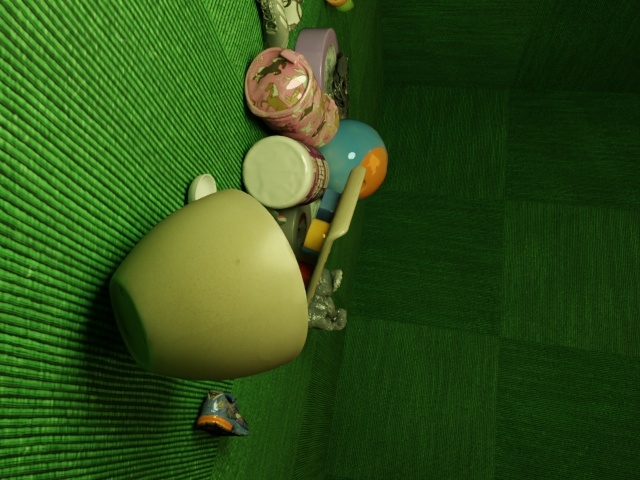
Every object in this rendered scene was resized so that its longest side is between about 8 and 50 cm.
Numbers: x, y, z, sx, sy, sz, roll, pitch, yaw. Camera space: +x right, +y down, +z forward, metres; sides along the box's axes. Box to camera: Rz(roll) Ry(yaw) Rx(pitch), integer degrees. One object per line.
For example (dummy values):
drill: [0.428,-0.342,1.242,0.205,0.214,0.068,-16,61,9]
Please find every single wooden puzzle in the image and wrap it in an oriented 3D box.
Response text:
wooden puzzle: [0.000,0.000,1.204,0.322,0.081,0.347,-69,-177,-50]

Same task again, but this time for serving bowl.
serving bowl: [-0.221,-0.082,0.840,0.083,0.027,0.083,7,90,-77]

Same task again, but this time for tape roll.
tape roll: [-0.010,-0.531,1.463,0.275,0.090,0.274,6,90,-77]
tape roll: [-0.088,-0.033,1.389,0.219,0.073,0.218,6,90,-79]

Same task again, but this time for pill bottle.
pill bottle: [-0.070,-0.169,1.168,0.301,0.170,0.169,-29,125,-75]

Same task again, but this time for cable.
cable: [0.068,-0.525,1.528,0.150,0.047,0.184,30,64,-83]

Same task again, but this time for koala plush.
koala plush: [-0.006,0.200,1.641,0.203,0.197,0.221,15,85,-68]

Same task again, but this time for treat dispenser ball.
treat dispenser ball: [0.088,-0.272,1.575,0.288,0.289,0.287,6,90,-78]

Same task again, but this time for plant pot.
plant pot: [-0.180,0.085,0.653,0.191,0.284,0.283,-21,123,-37]

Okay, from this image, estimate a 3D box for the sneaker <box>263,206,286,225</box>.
sneaker: [-0.139,-0.079,1.209,0.158,0.061,0.064,45,25,-76]

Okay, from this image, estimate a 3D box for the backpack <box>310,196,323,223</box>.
backpack: [-0.004,-0.070,1.655,0.152,0.115,0.181,-152,-106,-82]

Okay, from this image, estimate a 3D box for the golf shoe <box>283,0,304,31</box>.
golf shoe: [-0.088,-0.596,1.127,0.094,0.077,0.198,56,33,-55]

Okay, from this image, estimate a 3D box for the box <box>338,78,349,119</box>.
box: [0.060,-0.472,1.849,0.242,0.077,0.307,-67,159,-53]

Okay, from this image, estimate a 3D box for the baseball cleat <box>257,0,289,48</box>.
baseball cleat: [-0.121,-0.527,1.031,0.109,0.072,0.205,-35,130,-53]

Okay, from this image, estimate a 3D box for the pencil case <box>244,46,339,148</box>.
pencil case: [-0.059,-0.343,1.162,0.386,0.160,0.167,-4,92,-77]

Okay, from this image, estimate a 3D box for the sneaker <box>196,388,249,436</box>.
sneaker: [-0.209,0.393,1.033,0.221,0.083,0.087,82,10,-60]

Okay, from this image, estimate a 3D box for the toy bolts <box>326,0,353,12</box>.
toy bolts: [0.096,-0.932,1.543,0.158,0.219,0.228,-30,108,-68]
